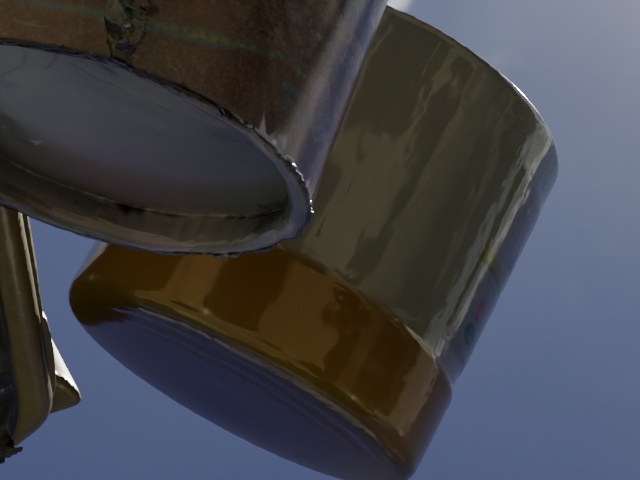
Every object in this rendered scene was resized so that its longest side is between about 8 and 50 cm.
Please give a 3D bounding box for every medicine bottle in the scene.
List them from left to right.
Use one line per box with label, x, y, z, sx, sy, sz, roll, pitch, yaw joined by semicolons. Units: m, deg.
medicine bottle;0.000;0.000;0.992;0.238;0.238;0.232;14;-114;40

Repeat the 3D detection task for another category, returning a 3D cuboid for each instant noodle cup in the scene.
instant noodle cup;-0.062;-0.120;0.648;0.217;0.217;0.207;1;-116;31

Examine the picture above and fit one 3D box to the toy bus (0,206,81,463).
toy bus;-0.269;-0.023;0.933;0.202;0.365;0.177;-15;-147;-18
